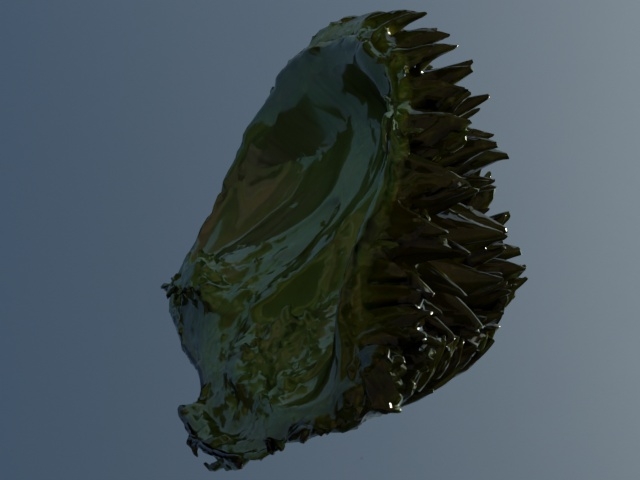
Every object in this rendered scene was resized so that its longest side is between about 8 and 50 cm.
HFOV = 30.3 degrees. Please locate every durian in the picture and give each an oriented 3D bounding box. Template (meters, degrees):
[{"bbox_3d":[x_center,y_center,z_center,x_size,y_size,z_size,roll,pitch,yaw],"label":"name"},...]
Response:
[{"bbox_3d":[-0.003,-0.010,0.592,0.198,0.394,0.163,-19,-69,0],"label":"durian"}]
